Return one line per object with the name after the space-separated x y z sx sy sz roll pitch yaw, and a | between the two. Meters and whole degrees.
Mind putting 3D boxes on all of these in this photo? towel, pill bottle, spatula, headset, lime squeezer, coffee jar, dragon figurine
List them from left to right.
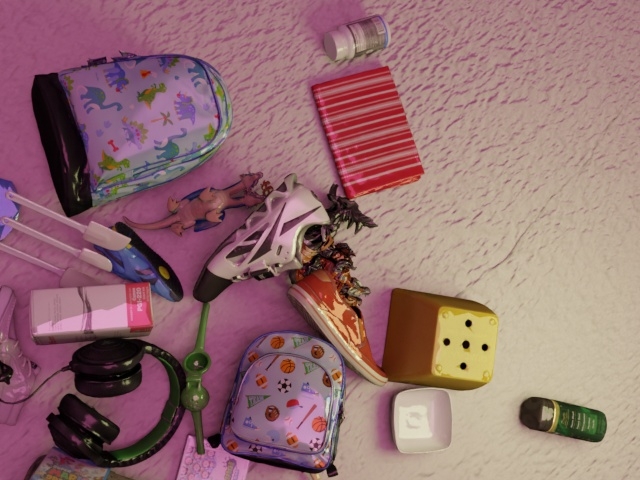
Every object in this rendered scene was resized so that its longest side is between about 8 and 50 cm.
-0.512 0.010 1.457 0.242 0.019 0.168 26 120 -20 | spatula
-0.441 0.286 1.429 0.394 0.185 0.243 26 82 -43 | headset
-0.249 -0.064 1.557 0.289 0.144 0.085 -20 92 14 | dragon figurine
-0.239 0.276 1.515 0.058 0.110 0.310 -3 80 19 | lime squeezer
0.082 -0.453 1.694 0.137 0.078 0.078 -21 92 -17 | pill bottle
0.109 -0.244 1.712 0.198 0.031 0.275 -18 89 -15 | towel
0.569 0.419 1.768 0.184 0.096 0.079 15 79 -16 | coffee jar

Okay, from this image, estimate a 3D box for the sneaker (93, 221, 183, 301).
-0.370 0.058 1.535 0.082 0.069 0.209 -39 107 14 | sneaker

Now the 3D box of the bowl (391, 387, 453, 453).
0.221 0.399 1.687 0.142 0.053 0.142 0 87 -17 | bowl

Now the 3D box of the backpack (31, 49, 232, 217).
-0.349 -0.232 1.479 0.355 0.273 0.290 -12 83 -29 | backpack

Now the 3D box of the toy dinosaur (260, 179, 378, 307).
0.000 0.000 1.608 0.218 0.164 0.322 -43 121 1 | toy dinosaur

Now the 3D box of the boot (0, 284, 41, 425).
-0.596 0.223 1.443 0.123 0.095 0.258 19 87 -23 | boot

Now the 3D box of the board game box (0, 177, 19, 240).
-0.672 -0.066 1.463 0.168 0.033 0.133 16 88 -13 | board game box

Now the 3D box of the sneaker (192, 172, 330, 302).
-0.118 0.031 1.524 0.146 0.122 0.330 45 100 5 | sneaker

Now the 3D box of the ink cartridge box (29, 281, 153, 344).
-0.439 0.142 1.448 0.217 0.158 0.092 -5 77 -18 | ink cartridge box

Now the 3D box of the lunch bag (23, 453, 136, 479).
-0.442 0.583 1.402 0.305 0.212 0.256 21 98 -13 | lunch bag

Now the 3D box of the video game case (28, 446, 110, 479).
-0.455 0.434 1.365 0.119 0.166 0.015 22 97 -6 | video game case

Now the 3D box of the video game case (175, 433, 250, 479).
-0.227 0.494 1.562 0.143 0.019 0.157 16 82 -15 | video game case

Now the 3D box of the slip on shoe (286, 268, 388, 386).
0.057 0.190 1.582 0.101 0.123 0.331 -44 118 -14 | slip on shoe

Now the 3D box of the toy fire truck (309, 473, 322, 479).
-0.029 0.555 1.603 0.135 0.047 0.192 -44 99 -16 | toy fire truck

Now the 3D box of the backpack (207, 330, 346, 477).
-0.068 0.316 1.521 0.276 0.213 0.263 13 66 -3 | backpack

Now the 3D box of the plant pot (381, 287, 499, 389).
0.275 0.221 1.647 0.212 0.187 0.212 10 83 -16 | plant pot
